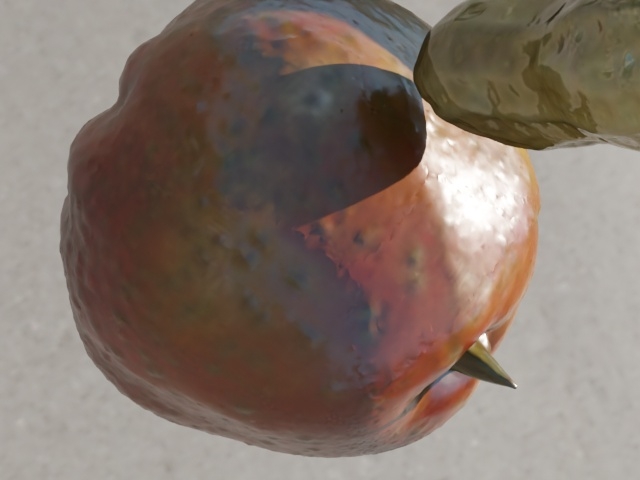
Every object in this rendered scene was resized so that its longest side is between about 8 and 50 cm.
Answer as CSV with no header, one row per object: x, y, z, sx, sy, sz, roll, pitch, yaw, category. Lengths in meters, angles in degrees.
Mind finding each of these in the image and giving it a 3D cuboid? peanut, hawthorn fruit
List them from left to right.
0.000,0.000,1.535,0.403,0.403,0.403,37,37,-35,hawthorn fruit
0.191,-0.124,1.297,0.149,0.313,0.149,-2,93,-38,peanut
